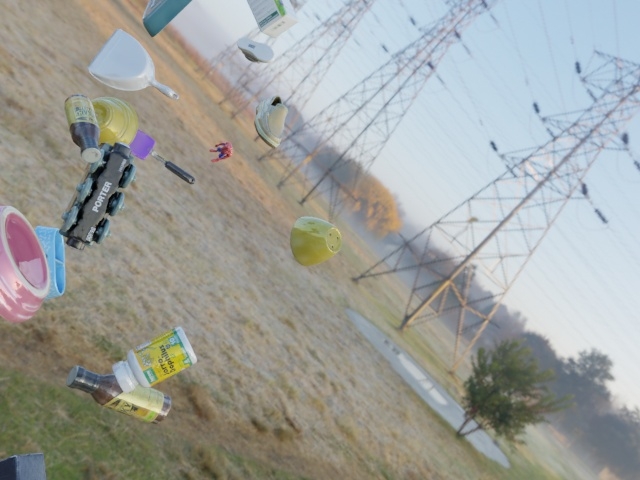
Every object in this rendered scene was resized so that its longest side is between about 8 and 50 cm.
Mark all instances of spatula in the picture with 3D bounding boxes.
[{"bbox_3d":[-0.550,-0.280,2.008,0.030,0.084,0.296,21,-11,48],"label":"spatula"}]

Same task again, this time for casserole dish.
[{"bbox_3d":[-0.285,-0.473,1.118,0.037,0.188,0.114,36,42,-35],"label":"casserole dish"}]

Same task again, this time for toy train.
[{"bbox_3d":[-0.648,-0.132,1.677,0.142,0.334,0.190,26,-4,-31],"label":"toy train"}]

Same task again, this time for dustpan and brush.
[{"bbox_3d":[-0.456,-0.423,1.467,0.211,0.147,0.060,28,-17,0],"label":"dustpan and brush"}]

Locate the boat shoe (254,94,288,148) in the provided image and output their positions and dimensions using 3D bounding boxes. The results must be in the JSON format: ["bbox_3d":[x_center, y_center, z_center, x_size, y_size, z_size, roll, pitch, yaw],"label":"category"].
[{"bbox_3d":[-0.106,-0.280,1.307,0.068,0.072,0.190,39,23,-35],"label":"boat shoe"}]

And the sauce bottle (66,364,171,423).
[{"bbox_3d":[-0.662,0.504,1.901,0.344,0.111,0.111,33,8,-32],"label":"sauce bottle"}]

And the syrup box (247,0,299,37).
[{"bbox_3d":[-0.163,-0.715,1.654,0.237,0.093,0.096,65,22,2],"label":"syrup box"}]

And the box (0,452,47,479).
[{"bbox_3d":[-0.562,0.467,0.993,0.093,0.156,0.158,71,2,-72],"label":"box"}]

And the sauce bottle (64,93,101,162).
[{"bbox_3d":[-0.336,-0.159,0.823,0.042,0.042,0.128,39,16,-54],"label":"sauce bottle"}]

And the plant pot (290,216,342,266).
[{"bbox_3d":[0.000,0.000,1.515,0.095,0.134,0.134,-4,-32,39],"label":"plant pot"}]

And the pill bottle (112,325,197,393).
[{"bbox_3d":[-0.461,0.335,1.604,0.117,0.208,0.118,54,-20,30],"label":"pill bottle"}]

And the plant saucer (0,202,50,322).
[{"bbox_3d":[-0.786,0.041,1.471,0.332,0.084,0.332,161,-90,-83],"label":"plant saucer"}]

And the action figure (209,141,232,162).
[{"bbox_3d":[-0.222,-0.199,1.296,0.030,0.038,0.115,-6,0,-31],"label":"action figure"}]

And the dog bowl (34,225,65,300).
[{"bbox_3d":[-1.058,0.085,2.263,0.166,0.074,0.297,128,-44,-77],"label":"dog bowl"}]

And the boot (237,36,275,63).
[{"bbox_3d":[-0.235,-0.717,2.232,0.190,0.069,0.086,37,-6,27],"label":"boot"}]

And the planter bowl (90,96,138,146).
[{"bbox_3d":[-0.719,-0.393,1.891,0.217,0.217,0.090,44,-10,11],"label":"planter bowl"}]
